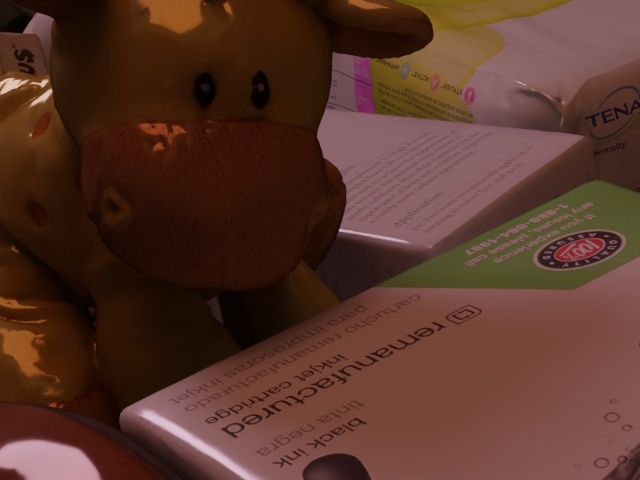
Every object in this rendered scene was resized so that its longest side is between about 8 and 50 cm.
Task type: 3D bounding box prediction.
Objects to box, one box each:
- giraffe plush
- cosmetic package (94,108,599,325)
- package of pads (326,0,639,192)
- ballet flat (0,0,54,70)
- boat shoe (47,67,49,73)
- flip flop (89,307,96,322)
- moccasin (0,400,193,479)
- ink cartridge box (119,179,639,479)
[{"bbox_3d":[-0.046,-0.024,0.570,0.181,0.210,0.170,-23,-14,-33],"label":"giraffe plush"},{"bbox_3d":[0.000,0.000,0.766,0.231,0.085,0.117,9,31,42],"label":"cosmetic package"},{"bbox_3d":[0.126,-0.095,0.896,0.229,0.101,0.296,-21,25,-23],"label":"package of pads"},{"bbox_3d":[-0.156,-0.136,1.125,0.147,0.147,0.409,-21,23,-21],"label":"ballet flat"},{"bbox_3d":[-0.251,-0.058,1.006,0.258,0.089,0.109,2,25,35],"label":"boat shoe"},{"bbox_3d":[-0.129,0.042,0.728,0.277,0.080,0.112,10,31,37],"label":"flip flop"},{"bbox_3d":[-0.066,0.150,0.415,0.147,0.139,0.380,-14,32,-28],"label":"moccasin"},{"bbox_3d":[0.104,0.094,0.465,0.198,0.114,0.273,-25,27,-28],"label":"ink cartridge box"}]
